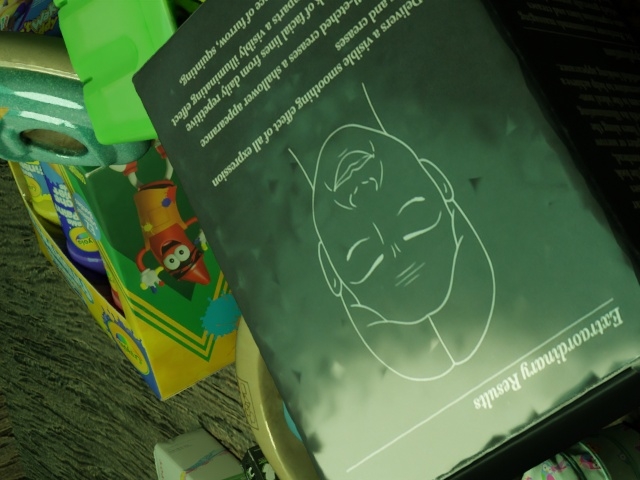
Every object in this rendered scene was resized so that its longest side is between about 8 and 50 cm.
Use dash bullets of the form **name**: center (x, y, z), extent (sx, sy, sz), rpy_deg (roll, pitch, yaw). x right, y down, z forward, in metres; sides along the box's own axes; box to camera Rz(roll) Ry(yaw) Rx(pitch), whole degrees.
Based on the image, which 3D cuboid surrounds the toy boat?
- **toy boat**: center (-0.326, -0.162, 1.360), extent (0.318, 0.267, 0.148), rpy_deg (59, -138, -62)

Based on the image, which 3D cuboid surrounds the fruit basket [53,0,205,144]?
- **fruit basket**: center (-0.089, -0.287, 1.235), extent (0.392, 0.283, 0.392), rpy_deg (6, 102, 31)

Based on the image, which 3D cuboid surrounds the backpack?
- **backpack**: center (0.224, 0.240, 1.071), extent (0.152, 0.115, 0.182), rpy_deg (50, 144, 42)

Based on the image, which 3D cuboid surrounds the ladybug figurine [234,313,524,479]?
- **ladybug figurine**: center (0.060, 0.158, 1.282), extent (0.449, 0.162, 0.305), rpy_deg (9, 114, 61)

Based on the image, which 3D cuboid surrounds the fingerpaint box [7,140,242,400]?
- **fingerpaint box**: center (-0.288, -0.061, 1.752), extent (0.445, 0.163, 0.371), rpy_deg (41, 152, 46)

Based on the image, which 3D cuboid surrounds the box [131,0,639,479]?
- **box**: center (0.091, -0.039, 0.937), extent (0.293, 0.212, 0.395), rpy_deg (-38, 69, 34)

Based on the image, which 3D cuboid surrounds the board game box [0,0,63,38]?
- **board game box**: center (-0.314, -0.293, 1.553), extent (0.347, 0.078, 0.233), rpy_deg (-20, 56, 39)

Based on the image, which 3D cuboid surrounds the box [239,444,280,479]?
- **box**: center (-0.064, 0.318, 1.746), extent (0.083, 0.052, 0.062), rpy_deg (62, 153, 22)

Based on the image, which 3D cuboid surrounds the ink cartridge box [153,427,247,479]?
- **ink cartridge box**: center (-0.159, 0.396, 1.932), extent (0.212, 0.093, 0.154), rpy_deg (26, 127, 54)
